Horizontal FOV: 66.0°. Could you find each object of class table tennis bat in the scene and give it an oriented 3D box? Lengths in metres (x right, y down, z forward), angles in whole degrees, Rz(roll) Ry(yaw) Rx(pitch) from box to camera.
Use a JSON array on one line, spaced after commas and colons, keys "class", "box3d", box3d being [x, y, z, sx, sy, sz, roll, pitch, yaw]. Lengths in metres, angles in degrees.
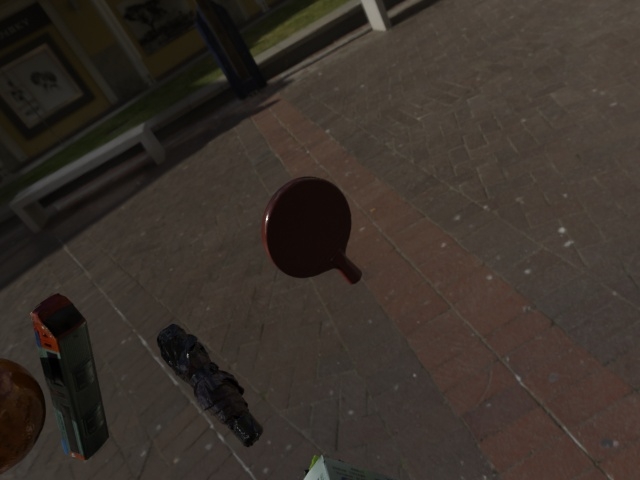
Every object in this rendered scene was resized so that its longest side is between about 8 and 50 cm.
[{"class": "table tennis bat", "box3d": [0.000, 0.000, 1.003, 0.200, 0.310, 0.038, -51, 44, -8]}]

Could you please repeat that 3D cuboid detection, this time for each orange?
[{"class": "orange", "box3d": [-0.657, 0.356, 0.978, 0.240, 0.171, 0.240, -13, 58, 22]}]

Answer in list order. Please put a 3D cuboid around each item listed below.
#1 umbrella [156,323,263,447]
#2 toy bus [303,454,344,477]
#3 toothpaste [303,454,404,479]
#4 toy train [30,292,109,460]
[{"class": "umbrella", "box3d": [-0.240, 0.310, 1.072, 0.326, 0.090, 0.094, 42, 91, 17]}, {"class": "toy bus", "box3d": [0.094, 0.652, 1.199, 0.301, 0.113, 0.139, 16, 47, 24]}, {"class": "toothpaste", "box3d": [0.133, 0.404, 0.717, 0.067, 0.336, 0.081, -56, 24, 16]}, {"class": "toy train", "box3d": [-0.549, 0.312, 1.099, 0.089, 0.410, 0.086, 13, 28, 16]}]
